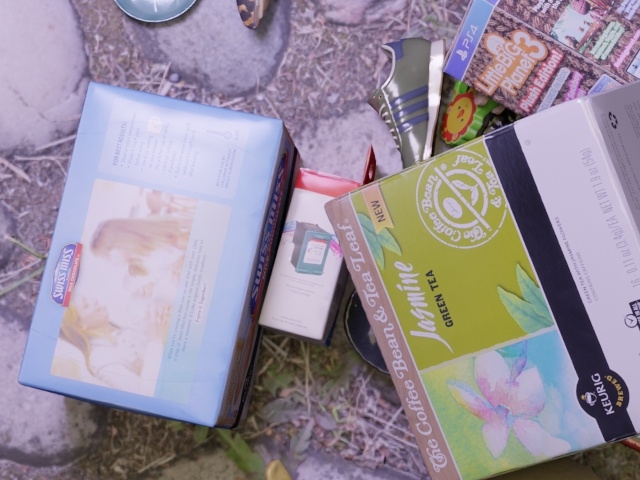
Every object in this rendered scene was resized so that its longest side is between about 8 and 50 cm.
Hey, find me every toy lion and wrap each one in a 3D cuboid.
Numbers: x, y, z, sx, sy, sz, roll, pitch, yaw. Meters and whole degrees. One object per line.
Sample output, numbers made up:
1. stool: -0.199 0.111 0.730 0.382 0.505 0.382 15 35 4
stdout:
1. toy lion: 0.175 -0.161 1.940 0.034 0.096 0.100 24 45 -27

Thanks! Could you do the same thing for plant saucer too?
1. plant saucer: -0.199 -0.322 2.008 0.119 0.021 0.119 0 84 4

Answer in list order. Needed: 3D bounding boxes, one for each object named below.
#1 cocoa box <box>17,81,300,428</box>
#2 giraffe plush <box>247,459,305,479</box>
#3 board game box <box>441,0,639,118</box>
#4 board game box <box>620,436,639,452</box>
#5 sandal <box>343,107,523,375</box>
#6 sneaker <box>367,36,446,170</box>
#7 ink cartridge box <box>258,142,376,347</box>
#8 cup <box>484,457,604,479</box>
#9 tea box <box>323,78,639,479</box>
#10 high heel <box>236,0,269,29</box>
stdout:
1. cocoa box: -0.173 0.024 1.861 0.231 0.228 0.347 12 84 5
2. giraffe plush: -0.081 0.338 1.863 0.210 0.181 0.170 27 64 17
3. board game box: 0.326 -0.231 1.856 0.291 0.141 0.232 32 57 7
4. board game box: 0.383 0.172 1.907 0.281 0.027 0.145 26 84 7
5. sandal: 0.204 -0.024 1.902 0.167 0.107 0.446 38 87 7
6. sneaker: 0.097 -0.150 1.948 0.086 0.064 0.192 7 78 6
7. ink cartridge box: 0.000 0.000 1.899 0.078 0.134 0.231 14 84 6
8. cup: 0.217 0.369 1.777 0.237 0.331 0.331 -40 81 -26
9. tea box: 0.234 0.043 1.705 0.323 0.220 0.329 -23 89 33
10. high heel: -0.148 -0.377 1.988 0.186 0.093 0.261 -3 84 14
